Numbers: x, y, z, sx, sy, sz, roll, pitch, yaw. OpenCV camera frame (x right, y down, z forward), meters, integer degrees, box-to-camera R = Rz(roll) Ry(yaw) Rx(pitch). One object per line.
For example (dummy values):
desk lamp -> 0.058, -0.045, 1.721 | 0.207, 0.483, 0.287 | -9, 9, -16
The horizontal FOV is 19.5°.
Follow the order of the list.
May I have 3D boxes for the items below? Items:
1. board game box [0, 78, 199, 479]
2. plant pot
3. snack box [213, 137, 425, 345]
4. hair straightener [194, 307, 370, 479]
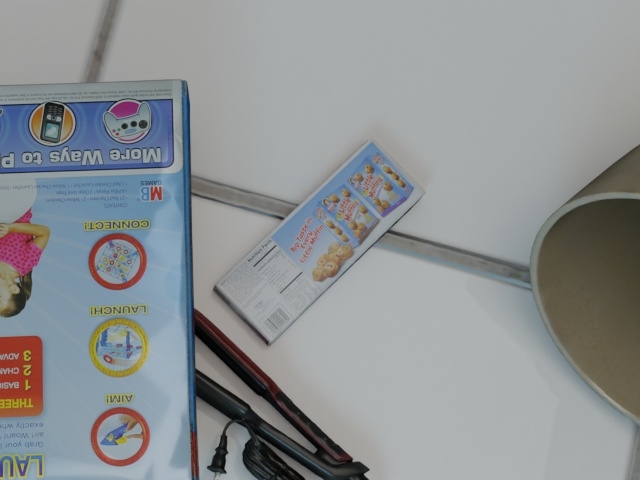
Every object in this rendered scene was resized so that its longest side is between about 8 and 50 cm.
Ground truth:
board game box -> -0.244, 0.041, 1.370 | 0.308, 0.086, 0.302 | -2, 77, -1
plant pot -> 0.343, -0.012, 1.447 | 0.256, 0.256, 0.274 | 43, 56, 2
snack box -> 0.000, 0.000, 1.479 | 0.064, 0.022, 0.178 | 45, 74, 4
hair straightener -> -0.049, 0.156, 1.427 | 0.230, 0.047, 0.089 | 44, 74, -2
